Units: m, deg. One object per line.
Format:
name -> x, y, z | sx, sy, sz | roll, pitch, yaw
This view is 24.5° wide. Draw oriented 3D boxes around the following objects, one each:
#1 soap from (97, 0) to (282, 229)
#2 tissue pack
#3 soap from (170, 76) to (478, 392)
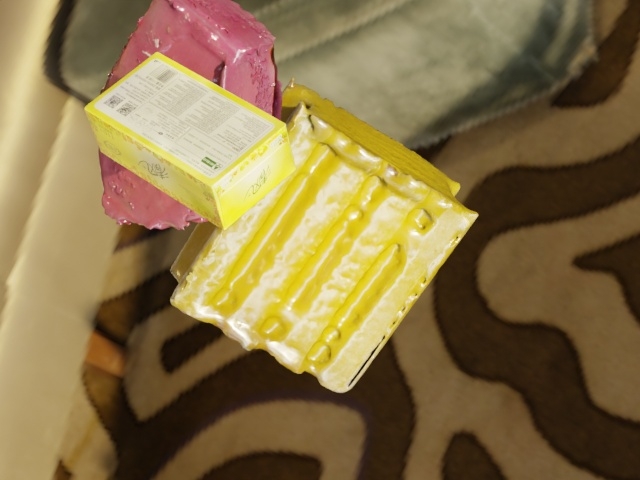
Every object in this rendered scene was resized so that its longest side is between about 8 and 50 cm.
soap -> -0.156, -0.133, 1.663 | 0.182, 0.112, 0.289 | 45, 126, 15
tissue pack -> -0.118, -0.092, 1.332 | 0.176, 0.062, 0.095 | 31, 60, 32
soap -> 0.000, 0.000, 1.968 | 0.335, 0.293, 0.156 | -57, 21, 17
